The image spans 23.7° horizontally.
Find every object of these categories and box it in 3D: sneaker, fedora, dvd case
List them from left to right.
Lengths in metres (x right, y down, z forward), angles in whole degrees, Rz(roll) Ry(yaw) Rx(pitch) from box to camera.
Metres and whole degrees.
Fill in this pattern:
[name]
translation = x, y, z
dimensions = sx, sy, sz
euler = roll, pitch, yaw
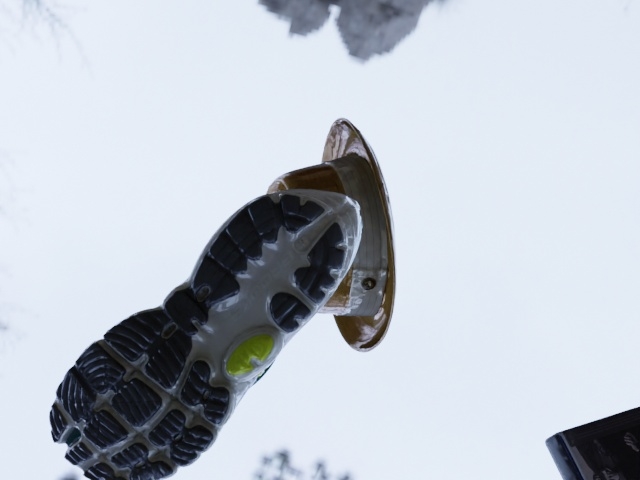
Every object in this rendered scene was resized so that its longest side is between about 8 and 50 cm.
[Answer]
[sneaker]
translation = -0.070, 0.069, 1.047
dimensions = 0.107, 0.275, 0.110
euler = 50, -164, 4
[fedora]
translation = 0.000, 0.000, 1.213
dimensions = 0.079, 0.194, 0.194
euler = -7, -123, -16
[dvd case]
translation = 0.321, 0.266, 1.385
dimensions = 0.179, 0.029, 0.238
euler = -9, -113, -41
